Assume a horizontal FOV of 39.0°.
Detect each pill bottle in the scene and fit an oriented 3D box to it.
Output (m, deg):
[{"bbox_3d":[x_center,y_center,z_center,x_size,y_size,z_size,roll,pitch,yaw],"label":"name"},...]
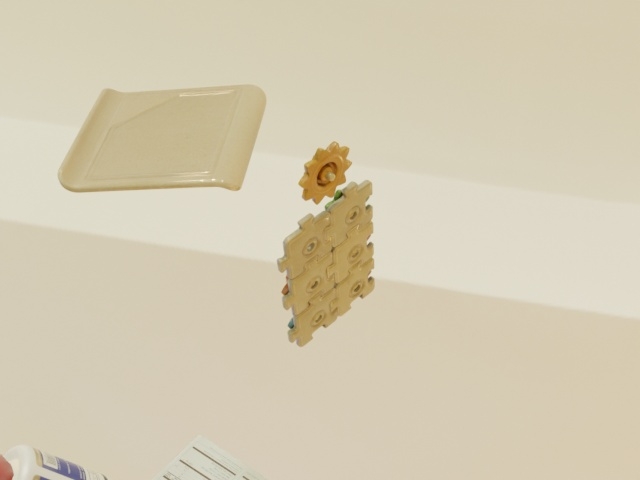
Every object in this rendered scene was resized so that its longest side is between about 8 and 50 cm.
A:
[{"bbox_3d":[-0.480,0.496,1.694,0.153,0.153,0.265,-37,-52,27],"label":"pill bottle"}]

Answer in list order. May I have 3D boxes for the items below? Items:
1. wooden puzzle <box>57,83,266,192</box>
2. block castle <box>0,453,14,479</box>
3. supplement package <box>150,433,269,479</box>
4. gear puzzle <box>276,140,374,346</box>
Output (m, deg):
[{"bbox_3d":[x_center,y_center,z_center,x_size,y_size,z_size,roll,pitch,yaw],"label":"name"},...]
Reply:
[{"bbox_3d":[-0.204,-0.134,1.211,0.239,0.221,0.044,2,-47,8],"label":"wooden puzzle"},{"bbox_3d":[-0.685,0.434,1.447,0.453,0.213,0.303,13,-89,37],"label":"block castle"},{"bbox_3d":[-0.173,0.483,1.435,0.204,0.145,0.262,28,-51,19],"label":"supplement package"},{"bbox_3d":[0.000,0.000,1.235,0.044,0.175,0.339,37,-29,31],"label":"gear puzzle"}]
